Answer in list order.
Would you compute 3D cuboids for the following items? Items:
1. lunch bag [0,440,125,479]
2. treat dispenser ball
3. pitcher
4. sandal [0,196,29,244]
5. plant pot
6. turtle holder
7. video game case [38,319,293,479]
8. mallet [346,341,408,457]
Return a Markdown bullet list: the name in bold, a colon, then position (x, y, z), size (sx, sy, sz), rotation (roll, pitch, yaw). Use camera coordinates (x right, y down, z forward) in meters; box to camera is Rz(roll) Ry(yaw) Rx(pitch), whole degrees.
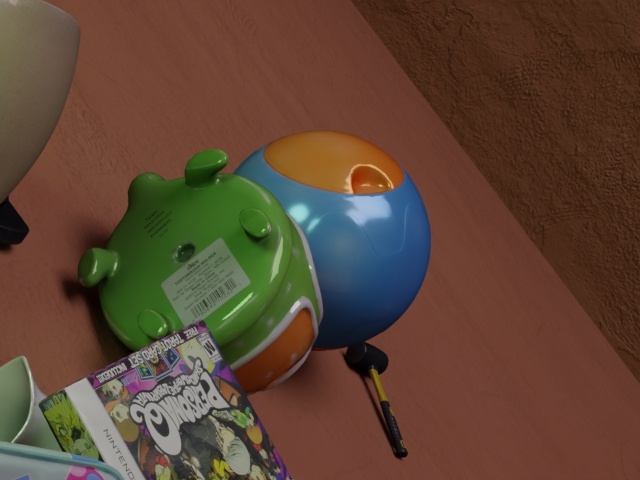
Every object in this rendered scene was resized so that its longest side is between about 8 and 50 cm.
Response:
- **lunch bag**: position (-0.241, 0.283, 1.162), size (0.224, 0.108, 0.279), rotation (18, 75, -48)
- **treat dispenser ball**: position (0.000, 0.000, 2.137), size (0.288, 0.288, 0.288), rotation (42, 20, -19)
- **pitcher**: position (-0.225, 0.227, 1.500), size (0.207, 0.125, 0.178), rotation (35, 53, -29)
- **sandal**: position (-0.404, -0.102, 1.805), size (0.254, 0.054, 0.097), rotation (53, 20, 12)
- **plant pot**: position (-0.388, -0.128, 1.641), size (0.284, 0.284, 0.191), rotation (16, 73, -57)
- **turtle holder**: position (-0.139, 0.052, 1.891), size (0.320, 0.243, 0.227), rotation (14, -25, 39)
- **video game case**: position (-0.127, 0.197, 1.483), size (0.210, 0.042, 0.232), rotation (61, 30, 3)
- **mallet**: position (0.081, 0.218, 2.290), size (0.062, 0.039, 0.189), rotation (35, 27, -38)
